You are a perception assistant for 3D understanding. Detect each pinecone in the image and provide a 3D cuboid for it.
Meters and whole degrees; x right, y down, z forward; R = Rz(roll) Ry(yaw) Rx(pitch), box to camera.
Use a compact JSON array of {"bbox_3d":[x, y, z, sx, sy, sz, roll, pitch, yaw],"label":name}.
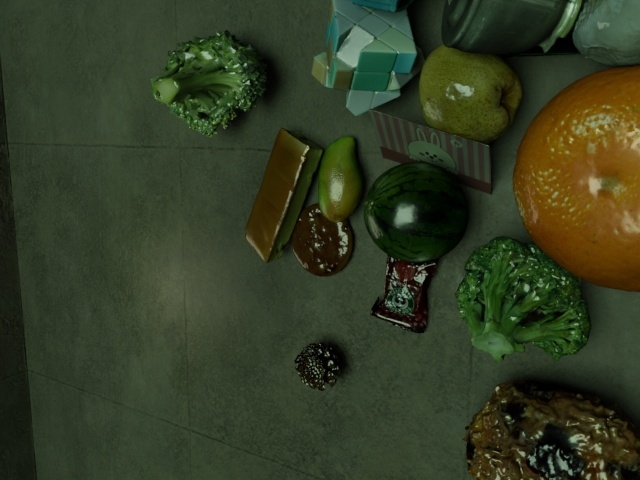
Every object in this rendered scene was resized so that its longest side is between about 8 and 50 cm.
[{"bbox_3d":[0.002,0.352,1.648,0.140,0.121,0.140,8,105,31],"label":"pinecone"}]

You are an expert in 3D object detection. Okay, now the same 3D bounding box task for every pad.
[{"bbox_3d":[0.259,-0.206,1.361,0.300,0.202,0.005,24,73,26],"label":"pad"}]

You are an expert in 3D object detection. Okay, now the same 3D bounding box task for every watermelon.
[{"bbox_3d":[0.222,-0.067,1.360,0.242,0.242,0.242,6,102,32],"label":"watermelon"}]

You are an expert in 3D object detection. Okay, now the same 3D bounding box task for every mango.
[{"bbox_3d":[0.056,-0.162,1.534,0.125,0.111,0.232,11,92,19],"label":"mango"}]

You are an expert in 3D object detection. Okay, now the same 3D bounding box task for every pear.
[{"bbox_3d":[0.328,-0.319,1.268,0.211,0.188,0.228,14,138,35],"label":"pear"}]

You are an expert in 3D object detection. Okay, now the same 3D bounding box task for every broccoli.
[{"bbox_3d":[-0.313,-0.420,1.633,0.375,0.302,0.249,7,141,27],"label":"broccoli"},{"bbox_3d":[0.429,0.143,1.260,0.308,0.275,0.307,18,133,20],"label":"broccoli"}]

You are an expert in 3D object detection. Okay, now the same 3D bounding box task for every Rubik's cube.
[{"bbox_3d":[0.117,-0.438,1.388,0.213,0.265,0.224,104,165,-58],"label":"Rubik's cube"}]

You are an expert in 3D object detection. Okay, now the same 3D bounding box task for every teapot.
[{"bbox_3d":[0.380,-0.508,1.133,0.239,0.239,0.321,11,68,-7],"label":"teapot"}]

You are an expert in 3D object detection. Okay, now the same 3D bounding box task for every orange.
[{"bbox_3d":[0.580,-0.115,1.076,0.424,0.326,0.424,13,109,44],"label":"orange"}]

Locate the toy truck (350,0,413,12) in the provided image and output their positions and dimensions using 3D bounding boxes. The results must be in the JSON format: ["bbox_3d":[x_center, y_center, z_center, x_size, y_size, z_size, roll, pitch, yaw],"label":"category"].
[{"bbox_3d":[0.174,-0.626,1.285,0.155,0.279,0.156,22,143,23],"label":"toy truck"}]

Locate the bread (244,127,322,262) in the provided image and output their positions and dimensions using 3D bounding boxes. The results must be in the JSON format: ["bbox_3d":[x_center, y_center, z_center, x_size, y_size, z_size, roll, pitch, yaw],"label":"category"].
[{"bbox_3d":[-0.112,-0.125,1.650,0.138,0.077,0.361,39,117,37],"label":"bread"}]

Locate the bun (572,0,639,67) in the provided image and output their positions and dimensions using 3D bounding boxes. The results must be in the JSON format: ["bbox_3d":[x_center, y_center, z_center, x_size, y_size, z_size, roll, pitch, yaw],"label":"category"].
[{"bbox_3d":[0.596,-0.456,1.008,0.194,0.354,0.354,29,114,7],"label":"bun"}]

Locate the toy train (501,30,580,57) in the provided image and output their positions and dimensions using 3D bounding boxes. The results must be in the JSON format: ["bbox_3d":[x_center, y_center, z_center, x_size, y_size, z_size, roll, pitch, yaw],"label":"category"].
[{"bbox_3d":[0.498,-0.423,1.242,0.209,0.042,0.044,8,126,30],"label":"toy train"}]

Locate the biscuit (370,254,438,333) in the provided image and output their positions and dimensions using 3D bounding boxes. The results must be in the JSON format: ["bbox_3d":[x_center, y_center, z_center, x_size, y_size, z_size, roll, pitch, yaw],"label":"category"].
[{"bbox_3d":[0.218,0.118,1.502,0.151,0.063,0.235,19,111,29],"label":"biscuit"}]

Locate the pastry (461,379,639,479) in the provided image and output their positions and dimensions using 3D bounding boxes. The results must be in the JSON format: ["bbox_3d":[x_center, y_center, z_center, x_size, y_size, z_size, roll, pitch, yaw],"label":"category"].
[{"bbox_3d":[0.518,0.473,1.244,0.405,0.292,0.337,43,108,30],"label":"pastry"}]

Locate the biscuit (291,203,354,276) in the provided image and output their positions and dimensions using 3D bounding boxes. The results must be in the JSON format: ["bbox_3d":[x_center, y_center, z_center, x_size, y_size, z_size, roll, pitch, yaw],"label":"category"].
[{"bbox_3d":[0.000,0.000,1.637,0.212,0.036,0.212,6,101,33],"label":"biscuit"}]
